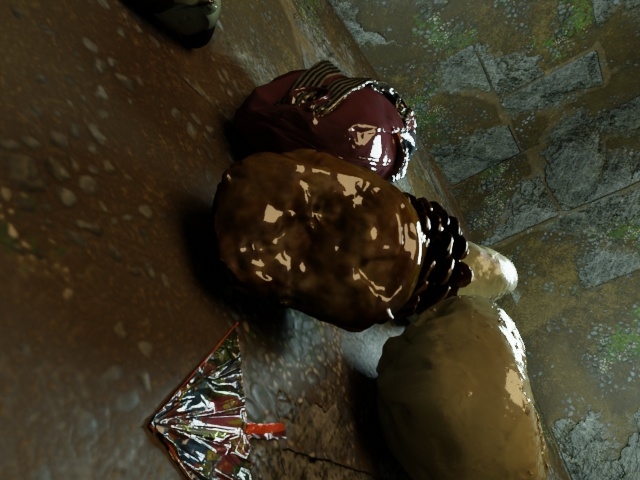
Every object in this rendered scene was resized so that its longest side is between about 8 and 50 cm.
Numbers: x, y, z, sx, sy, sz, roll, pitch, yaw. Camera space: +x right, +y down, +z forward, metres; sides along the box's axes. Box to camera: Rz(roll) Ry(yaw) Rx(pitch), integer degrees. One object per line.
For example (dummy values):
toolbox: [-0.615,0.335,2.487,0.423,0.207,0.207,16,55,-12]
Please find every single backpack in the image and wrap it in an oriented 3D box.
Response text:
backpack: [0.006,-0.191,0.828,0.284,0.197,0.317,28,19,15]

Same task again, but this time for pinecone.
pinecone: [0.140,0.016,0.905,0.273,0.224,0.224,37,32,-35]

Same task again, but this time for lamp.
lamp: [-0.193,-0.421,0.719,0.198,0.198,0.243,20,70,-61]

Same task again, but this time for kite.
kite: [-0.087,0.172,0.478,0.189,0.009,0.232,35,35,-51]

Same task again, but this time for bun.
bun: [0.218,0.259,0.789,0.362,0.235,0.325,-14,89,-75]
bun: [0.294,0.087,1.102,0.273,0.273,0.168,15,55,-63]

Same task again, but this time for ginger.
ginger: [0.001,-0.004,0.637,0.270,0.200,0.223,21,-7,-5]
